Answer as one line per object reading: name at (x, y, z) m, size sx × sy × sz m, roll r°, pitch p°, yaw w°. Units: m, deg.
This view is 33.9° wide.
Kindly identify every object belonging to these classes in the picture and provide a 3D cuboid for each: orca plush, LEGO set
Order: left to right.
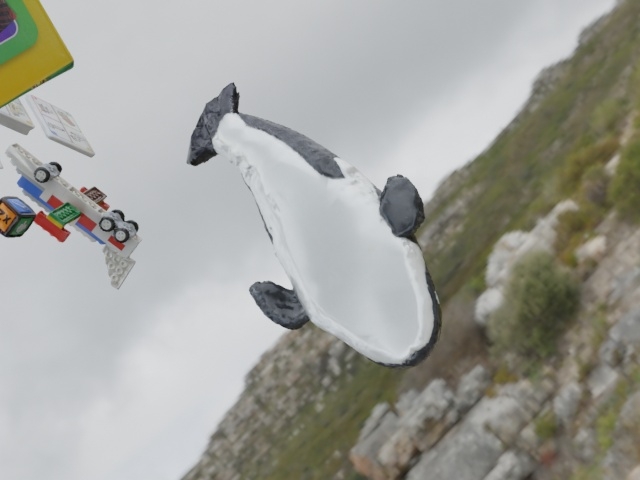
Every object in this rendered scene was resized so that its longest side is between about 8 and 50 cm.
LEGO set at (-0.241, -0.058, 0.822) m, size 0.182 × 0.244 × 0.060 m, roll 25°, pitch -71°, yaw -45°
orca plush at (0.000, 0.000, 0.868) m, size 0.151 × 0.287 × 0.102 m, roll -56°, pitch -25°, yaw -2°

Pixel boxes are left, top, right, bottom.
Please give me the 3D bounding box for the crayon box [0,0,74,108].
crayon box at (-0.271, -0.167, 0.531) m, size 0.165 × 0.278 × 0.081 m, roll -40°, pitch 26°, yaw -30°
